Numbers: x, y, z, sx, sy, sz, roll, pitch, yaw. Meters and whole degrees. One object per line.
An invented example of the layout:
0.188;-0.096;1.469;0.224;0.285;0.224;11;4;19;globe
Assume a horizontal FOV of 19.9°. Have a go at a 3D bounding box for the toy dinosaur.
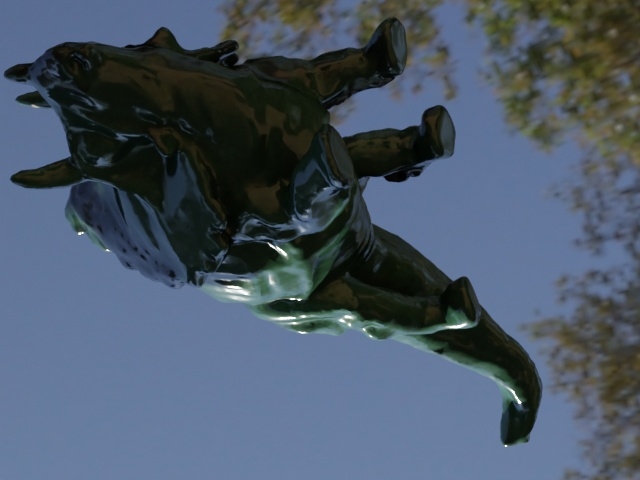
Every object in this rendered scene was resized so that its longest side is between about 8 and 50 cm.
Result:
0.012;-0.007;0.625;0.292;0.120;0.079;23;-130;-39;toy dinosaur
